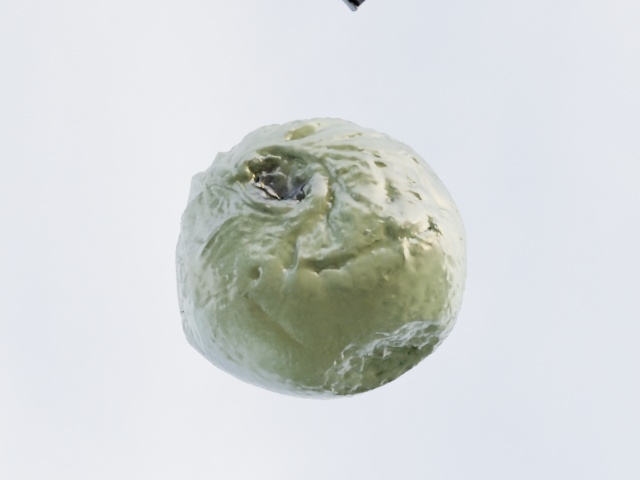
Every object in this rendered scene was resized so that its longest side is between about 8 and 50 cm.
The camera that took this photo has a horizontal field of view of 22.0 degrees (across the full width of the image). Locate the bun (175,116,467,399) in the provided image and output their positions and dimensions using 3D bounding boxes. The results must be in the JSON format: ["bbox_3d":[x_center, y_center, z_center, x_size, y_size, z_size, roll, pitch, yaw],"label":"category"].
[{"bbox_3d":[0.001,0.002,1.111,0.221,0.221,0.108,-5,-44,-8],"label":"bun"}]

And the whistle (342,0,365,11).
[{"bbox_3d":[0.052,-0.199,0.892,0.033,0.033,0.176,39,-112,-17],"label":"whistle"}]
